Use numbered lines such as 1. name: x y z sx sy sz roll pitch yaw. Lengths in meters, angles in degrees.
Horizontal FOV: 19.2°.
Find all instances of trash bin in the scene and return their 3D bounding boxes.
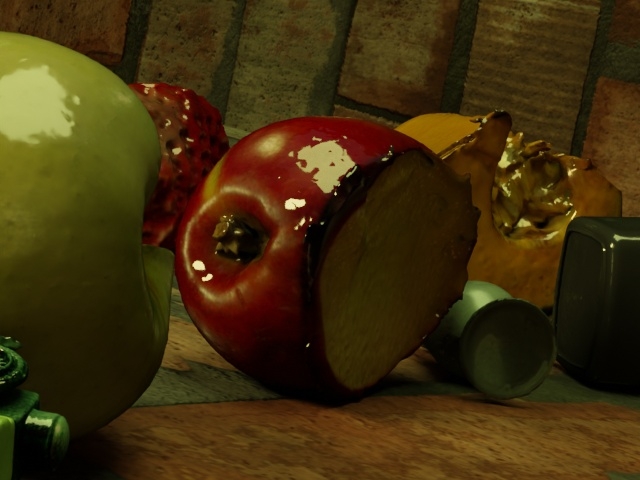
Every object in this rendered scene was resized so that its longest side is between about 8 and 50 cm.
1. trash bin: 0.413 0.070 2.081 0.290 0.209 0.182 3 11 -16

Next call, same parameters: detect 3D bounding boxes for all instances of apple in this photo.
1. apple: -0.239 0.022 1.329 0.258 0.295 0.233 1 46 2

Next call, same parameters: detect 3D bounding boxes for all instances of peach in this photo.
1. peach: 0.000 0.000 1.764 0.201 0.258 0.361 21 16 28

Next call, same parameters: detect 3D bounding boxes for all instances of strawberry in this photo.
1. strawberry: -0.237 -0.124 2.371 0.265 0.149 0.336 32 37 20

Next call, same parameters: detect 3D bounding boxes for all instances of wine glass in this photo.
1. wine glass: 0.154 0.091 1.934 0.103 0.103 0.231 9 4 -15

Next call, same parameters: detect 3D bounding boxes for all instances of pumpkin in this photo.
1. pumpkin: 0.175 -0.018 2.200 0.303 0.256 0.225 33 -7 -26

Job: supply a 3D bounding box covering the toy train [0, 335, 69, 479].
1. toy train: -0.288 0.118 1.156 0.253 0.105 0.157 10 21 8
